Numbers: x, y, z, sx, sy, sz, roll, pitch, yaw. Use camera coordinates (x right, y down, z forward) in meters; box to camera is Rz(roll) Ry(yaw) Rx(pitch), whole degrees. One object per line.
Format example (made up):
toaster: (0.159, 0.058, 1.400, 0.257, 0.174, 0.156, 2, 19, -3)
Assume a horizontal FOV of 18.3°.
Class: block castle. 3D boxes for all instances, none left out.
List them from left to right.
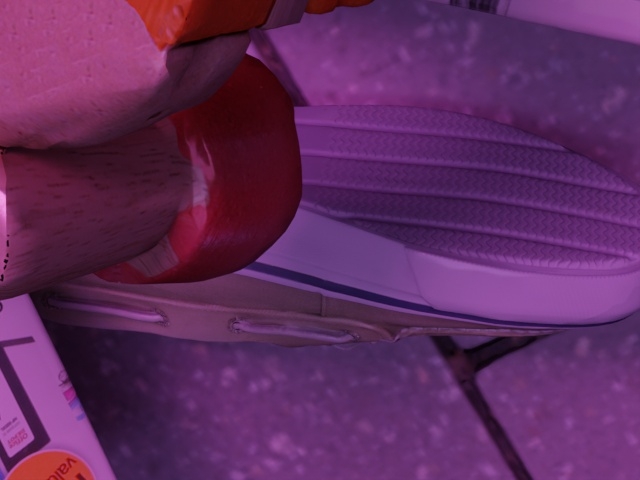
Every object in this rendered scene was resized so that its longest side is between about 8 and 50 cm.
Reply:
block castle: (-0.077, -0.228, 0.605, 0.303, 0.213, 0.453, 30, 111, 18)

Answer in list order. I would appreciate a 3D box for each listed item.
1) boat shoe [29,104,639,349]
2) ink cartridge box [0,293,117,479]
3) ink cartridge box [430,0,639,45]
boat shoe: (0.000, 0.000, 0.884, 0.302, 0.109, 0.094, 9, 130, 11)
ink cartridge box: (-0.207, 0.071, 0.856, 0.171, 0.168, 0.233, -29, 112, -17)
ink cartridge box: (0.065, -0.194, 0.748, 0.273, 0.114, 0.197, 13, 115, 11)
